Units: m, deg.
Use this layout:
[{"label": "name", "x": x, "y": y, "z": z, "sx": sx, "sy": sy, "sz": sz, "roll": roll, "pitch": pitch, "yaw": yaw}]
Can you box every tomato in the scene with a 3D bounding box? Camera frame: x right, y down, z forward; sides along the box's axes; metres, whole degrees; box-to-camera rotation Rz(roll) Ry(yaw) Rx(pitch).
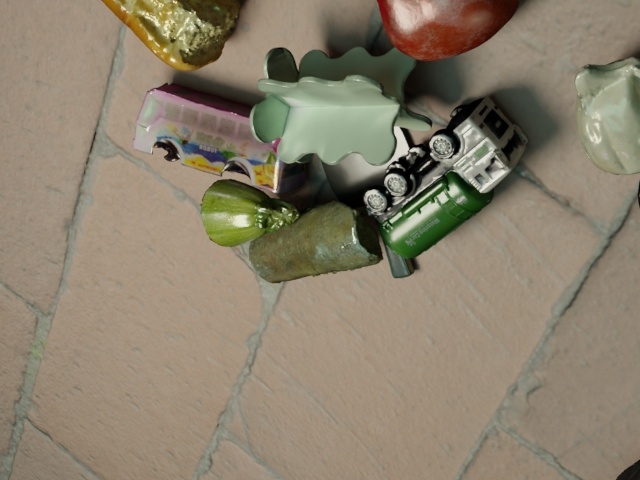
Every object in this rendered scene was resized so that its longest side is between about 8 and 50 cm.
[{"label": "tomato", "x": 0.145, "y": -0.308, "z": 1.305, "sx": 0.187, "sy": 0.151, "sz": 0.187, "roll": 13, "pitch": 115, "yaw": 28}]

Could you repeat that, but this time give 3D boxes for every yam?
[{"label": "yam", "x": 0.000, "y": 0.000, "z": 1.576, "sx": 0.259, "sy": 0.106, "sz": 0.106, "roll": -14, "pitch": 106, "yaw": 49}]

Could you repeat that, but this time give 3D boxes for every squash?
[{"label": "squash", "x": -0.096, "y": -0.038, "z": 1.571, "sx": 0.132, "sy": 0.105, "sz": 0.105, "roll": 3, "pitch": 117, "yaw": 49}]

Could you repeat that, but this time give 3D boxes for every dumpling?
[{"label": "dumpling", "x": 0.364, "y": -0.145, "z": 1.269, "sx": 0.136, "sy": 0.118, "sz": 0.199, "roll": -8, "pitch": 146, "yaw": 29}]

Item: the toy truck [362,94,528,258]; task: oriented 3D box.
[{"label": "toy truck", "x": 0.160, "y": -0.076, "z": 1.440, "sx": 0.125, "sy": 0.101, "sz": 0.242, "roll": 47, "pitch": 129, "yaw": -3}]

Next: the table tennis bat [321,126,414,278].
[{"label": "table tennis bat", "x": 0.081, "y": -0.074, "z": 1.559, "sx": 0.154, "sy": 0.021, "sz": 0.274, "roll": -8, "pitch": 107, "yaw": 36}]

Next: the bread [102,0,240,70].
[{"label": "bread", "x": -0.223, "y": -0.350, "z": 1.513, "sx": 0.245, "sy": 0.174, "sz": 0.121, "roll": 46, "pitch": 127, "yaw": -6}]

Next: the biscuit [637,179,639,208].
[{"label": "biscuit", "x": 0.468, "y": 0.020, "z": 1.316, "sx": 0.151, "sy": 0.063, "sz": 0.235, "roll": -3, "pitch": 108, "yaw": 17}]

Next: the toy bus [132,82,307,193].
[{"label": "toy bus", "x": -0.150, "y": -0.153, "z": 1.625, "sx": 0.274, "sy": 0.090, "sz": 0.112, "roll": 19, "pitch": 113, "yaw": 25}]

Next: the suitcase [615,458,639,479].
[{"label": "suitcase", "x": 0.530, "y": 0.433, "z": 1.442, "sx": 0.335, "sy": 0.152, "sz": 0.229, "roll": 37, "pitch": 128, "yaw": 13}]

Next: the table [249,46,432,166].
[{"label": "table", "x": 0.032, "y": -0.177, "z": 1.422, "sx": 0.198, "sy": 0.166, "sz": 0.166, "roll": 5, "pitch": 117, "yaw": 40}]
